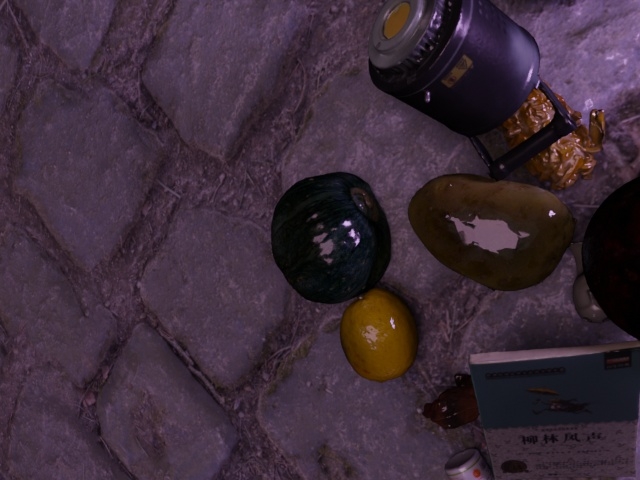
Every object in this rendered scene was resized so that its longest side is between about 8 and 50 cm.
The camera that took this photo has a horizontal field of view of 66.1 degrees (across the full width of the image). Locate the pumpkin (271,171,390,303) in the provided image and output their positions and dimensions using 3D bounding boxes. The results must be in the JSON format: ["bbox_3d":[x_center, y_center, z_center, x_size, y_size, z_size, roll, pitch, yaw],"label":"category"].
[{"bbox_3d":[0.000,0.000,1.100,0.263,0.197,0.293,-30,80,28],"label":"pumpkin"}]

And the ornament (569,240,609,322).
[{"bbox_3d":[0.506,0.077,0.922,0.075,0.081,0.156,-9,87,32],"label":"ornament"}]

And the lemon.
[{"bbox_3d":[0.129,0.210,1.078,0.170,0.170,0.207,-16,96,27],"label":"lemon"}]

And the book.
[{"bbox_3d":[0.424,0.322,0.885,0.264,0.031,0.379,-11,124,17],"label":"book"}]

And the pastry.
[{"bbox_3d":[0.421,-0.211,0.917,0.154,0.102,0.250,-46,73,22],"label":"pastry"}]

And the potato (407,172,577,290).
[{"bbox_3d":[0.318,-0.025,0.951,0.307,0.173,0.210,24,108,24],"label":"potato"}]

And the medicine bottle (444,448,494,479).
[{"bbox_3d":[0.348,0.548,1.047,0.086,0.086,0.183,-36,79,25],"label":"medicine bottle"}]

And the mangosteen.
[{"bbox_3d":[0.570,0.017,0.731,0.306,0.359,0.306,-3,71,10],"label":"mangosteen"}]

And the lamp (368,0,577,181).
[{"bbox_3d":[0.217,-0.300,0.825,0.205,0.272,0.374,-40,66,41],"label":"lamp"}]

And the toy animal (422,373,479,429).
[{"bbox_3d":[0.357,0.314,0.978,0.312,0.157,0.097,-18,88,28],"label":"toy animal"}]
